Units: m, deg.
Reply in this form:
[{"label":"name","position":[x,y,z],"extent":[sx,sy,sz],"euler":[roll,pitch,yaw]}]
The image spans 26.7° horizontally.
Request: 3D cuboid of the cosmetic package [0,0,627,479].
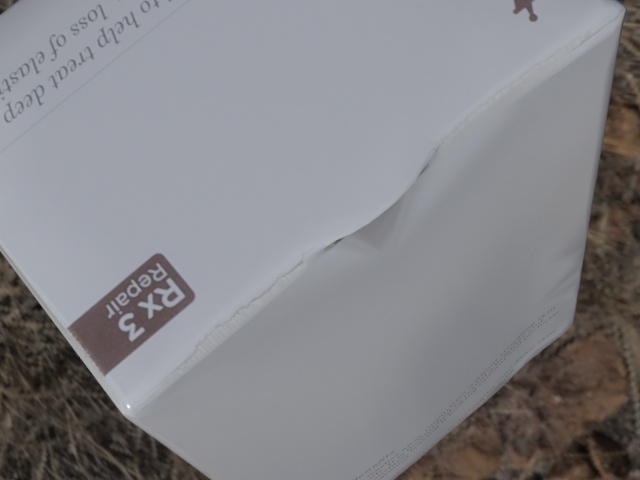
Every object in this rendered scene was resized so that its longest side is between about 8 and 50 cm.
[{"label":"cosmetic package","position":[0.000,0.000,0.619],"extent":[0.217,0.385,0.156],"euler":[-39,69,-8]}]
